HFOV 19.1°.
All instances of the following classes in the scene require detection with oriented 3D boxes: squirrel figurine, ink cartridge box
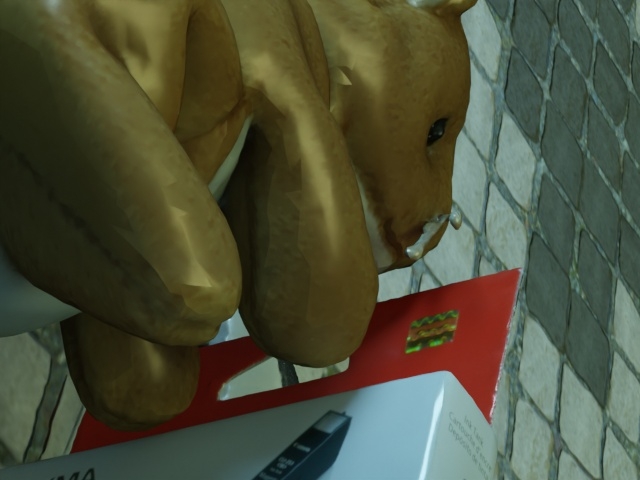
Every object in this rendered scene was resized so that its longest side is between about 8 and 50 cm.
[{"bbox_3d":[-0.084,-0.115,0.908,0.370,0.281,0.397,-17,79,-47],"label":"squirrel figurine"},{"bbox_3d":[-0.046,0.108,0.911,0.060,0.275,0.239,54,35,-34],"label":"ink cartridge box"}]

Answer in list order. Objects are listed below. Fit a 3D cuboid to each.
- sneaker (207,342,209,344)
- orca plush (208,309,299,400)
[{"bbox_3d":[0.000,0.000,1.236,0.090,0.094,0.235,57,32,-27],"label":"sneaker"},{"bbox_3d":[-0.070,0.158,1.083,0.151,0.102,0.287,-1,60,-16],"label":"orca plush"}]
